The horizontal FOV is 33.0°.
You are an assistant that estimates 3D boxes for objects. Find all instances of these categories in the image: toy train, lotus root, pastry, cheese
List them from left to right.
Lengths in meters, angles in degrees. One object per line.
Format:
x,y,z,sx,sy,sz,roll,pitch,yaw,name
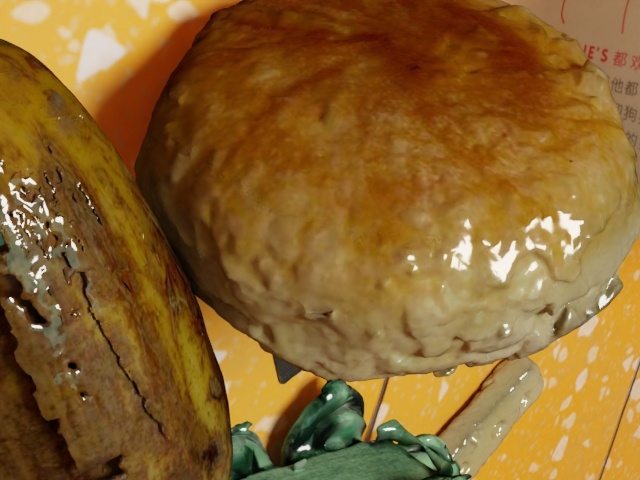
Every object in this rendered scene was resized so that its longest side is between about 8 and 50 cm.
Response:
-0.160,0.067,0.594,0.179,0.196,0.397,-67,145,-50,lotus root
-0.012,0.257,0.868,0.299,0.167,0.238,-13,127,-41,toy train
0.049,-0.052,0.673,0.329,0.329,0.136,-33,143,-32,pastry
0.160,0.193,1.094,0.194,0.043,0.065,-46,139,-24,cheese

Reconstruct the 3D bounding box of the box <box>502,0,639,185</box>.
0.337,-0.178,0.908,0.300,0.314,0.312,-8,113,-41,box

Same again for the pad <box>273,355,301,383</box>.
0.000,0.000,0.869,0.143,0.003,0.211,-35,129,-31,pad
